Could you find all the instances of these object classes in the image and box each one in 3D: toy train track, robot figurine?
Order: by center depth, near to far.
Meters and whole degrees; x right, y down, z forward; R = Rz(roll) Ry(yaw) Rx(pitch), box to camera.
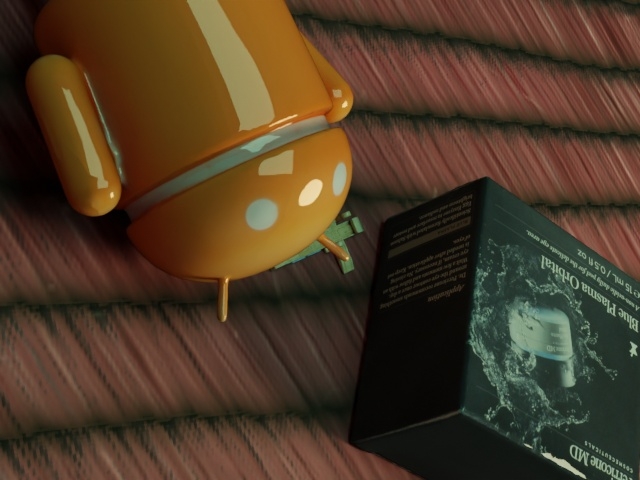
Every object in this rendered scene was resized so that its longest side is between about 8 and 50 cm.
[{"bbox_3d":[-0.062,-0.074,0.702,0.219,0.128,0.158,65,12,0],"label":"robot figurine"},{"bbox_3d":[0.000,0.000,0.810,0.083,0.014,0.048,-23,88,-46],"label":"toy train track"}]

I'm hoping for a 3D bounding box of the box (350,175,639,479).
[{"bbox_3d":[0.113,0.073,0.829,0.156,0.093,0.158,31,54,-31],"label":"box"}]
